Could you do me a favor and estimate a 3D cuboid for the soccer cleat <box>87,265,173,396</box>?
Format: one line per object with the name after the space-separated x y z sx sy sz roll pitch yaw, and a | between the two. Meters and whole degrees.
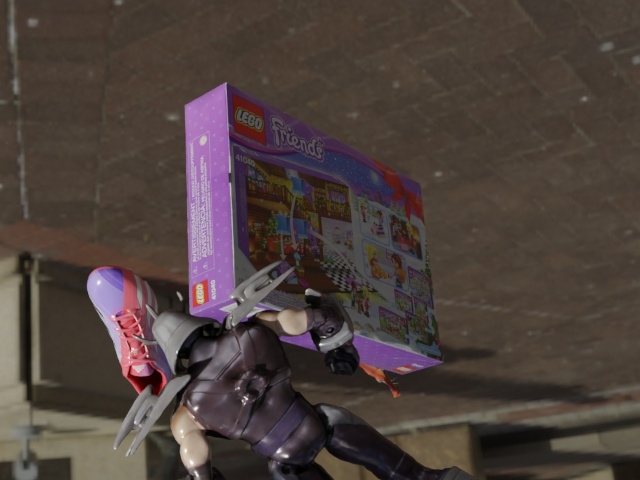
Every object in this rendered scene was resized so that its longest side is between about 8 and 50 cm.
-0.259 0.133 1.448 0.083 0.095 0.248 -12 137 1 | soccer cleat

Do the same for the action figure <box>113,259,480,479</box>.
-0.009 0.136 0.682 0.285 0.185 0.099 40 170 3 | action figure

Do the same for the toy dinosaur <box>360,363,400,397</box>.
0.070 0.168 1.301 0.090 0.047 0.082 -9 -156 1 | toy dinosaur

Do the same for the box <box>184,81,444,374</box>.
0.000 0.000 0.968 0.057 0.201 0.293 -22 150 35 | box
